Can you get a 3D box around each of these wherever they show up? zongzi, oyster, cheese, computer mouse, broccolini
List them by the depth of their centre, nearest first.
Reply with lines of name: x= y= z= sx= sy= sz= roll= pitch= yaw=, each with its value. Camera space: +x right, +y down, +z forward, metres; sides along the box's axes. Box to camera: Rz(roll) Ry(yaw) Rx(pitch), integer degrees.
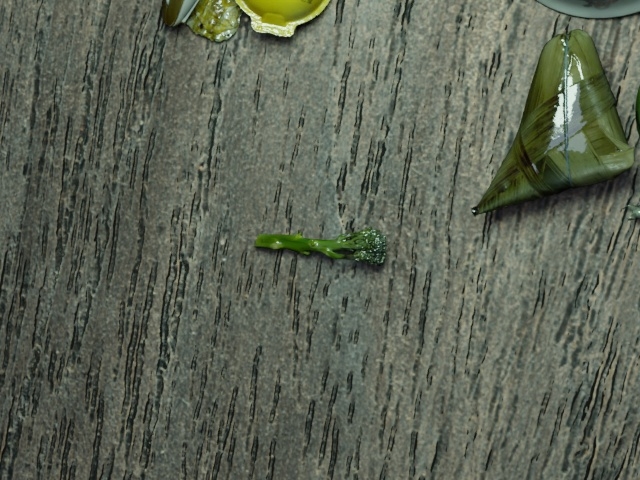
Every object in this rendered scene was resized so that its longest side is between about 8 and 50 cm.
zongzi: x=0.307 y=-0.169 z=1.365 sx=0.242 sy=0.112 sz=0.221 roll=-17 pitch=86 yaw=14
broccolini: x=-0.001 y=-0.002 z=1.472 sx=0.216 sy=0.067 sz=0.058 roll=7 pitch=87 yaw=23
cheese: x=-0.055 y=-0.453 z=1.476 sx=0.177 sy=0.069 sz=0.270 roll=8 pitch=85 yaw=-4
computer mouse: x=-0.201 y=-0.437 z=1.516 sx=0.199 sy=0.045 sz=0.102 roll=-54 pitch=33 yaw=7
oyster: x=-0.158 y=-0.391 z=1.530 sx=0.146 sy=0.045 sz=0.122 roll=-23 pitch=97 yaw=13

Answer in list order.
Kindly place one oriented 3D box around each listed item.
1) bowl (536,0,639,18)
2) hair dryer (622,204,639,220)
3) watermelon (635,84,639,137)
bowl: x=0.388 y=-0.482 z=1.295 sx=0.345 sy=0.157 sz=0.345 roll=4 pitch=102 yaw=20
hair dryer: x=0.605 y=-0.033 z=1.303 sx=0.357 sy=0.107 sz=0.173 roll=8 pitch=88 yaw=20
watermelon: x=0.541 y=-0.174 z=1.241 sx=0.242 sy=0.242 sz=0.242 roll=0 pitch=88 yaw=14
